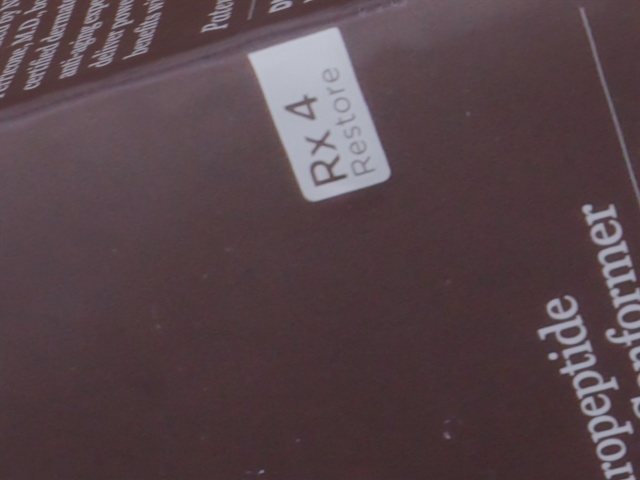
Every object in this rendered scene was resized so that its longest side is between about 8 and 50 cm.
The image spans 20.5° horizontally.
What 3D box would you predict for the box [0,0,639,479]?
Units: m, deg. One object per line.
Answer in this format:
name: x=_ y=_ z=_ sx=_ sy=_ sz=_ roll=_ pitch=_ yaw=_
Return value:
box: x=0.000 y=0.000 z=0.508 sx=0.381 sy=0.191 sz=0.143 roll=-16 pitch=28 yaw=14
